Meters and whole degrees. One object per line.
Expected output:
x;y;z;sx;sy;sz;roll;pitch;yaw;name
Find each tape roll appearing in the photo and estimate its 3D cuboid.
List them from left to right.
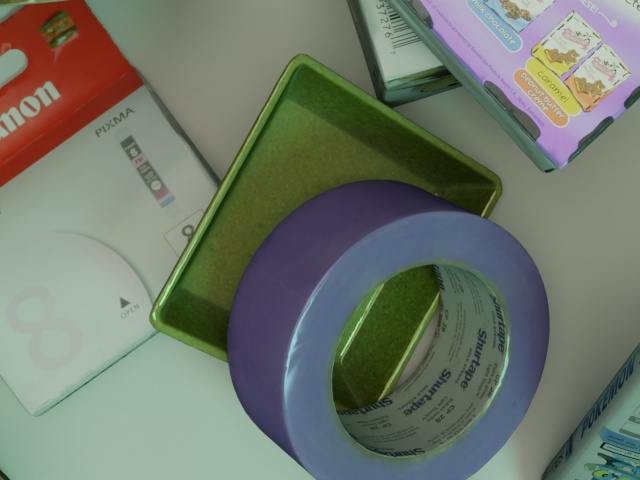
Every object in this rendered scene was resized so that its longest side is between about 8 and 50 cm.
0.043;0.062;0.915;0.189;0.080;0.189;-10;111;-26;tape roll

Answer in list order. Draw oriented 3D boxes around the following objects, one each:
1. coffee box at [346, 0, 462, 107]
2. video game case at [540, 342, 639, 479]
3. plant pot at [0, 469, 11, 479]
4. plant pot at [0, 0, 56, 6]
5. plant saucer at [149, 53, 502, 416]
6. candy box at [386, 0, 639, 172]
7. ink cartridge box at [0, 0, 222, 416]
0.163;-0.183;0.912;0.297;0.168;0.118;-17;90;1;coffee box
0.318;0.144;0.854;0.329;0.300;0.036;15;62;1;video game case
-0.321;0.172;0.904;0.207;0.227;0.228;-44;88;-5;plant pot
-0.199;-0.271;0.861;0.237;0.237;0.254;-4;103;2;plant pot
0.000;0.000;0.945;0.188;0.045;0.188;29;91;-33;plant saucer
0.141;-0.161;0.794;0.196;0.070;0.165;-42;89;2;candy box
-0.178;-0.031;0.979;0.189;0.066;0.232;-36;93;2;ink cartridge box
